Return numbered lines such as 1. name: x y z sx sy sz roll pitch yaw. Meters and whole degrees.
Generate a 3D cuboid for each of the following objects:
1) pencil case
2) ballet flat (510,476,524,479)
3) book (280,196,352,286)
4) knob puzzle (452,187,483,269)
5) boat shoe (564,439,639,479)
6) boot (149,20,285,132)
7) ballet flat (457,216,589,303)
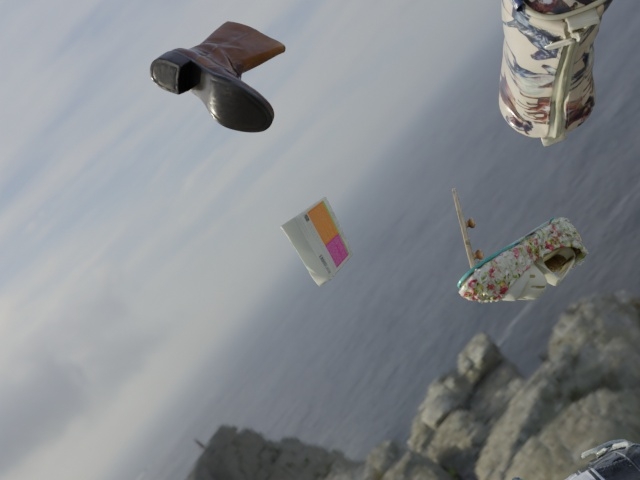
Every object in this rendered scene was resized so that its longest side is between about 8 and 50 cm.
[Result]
1. pencil case: 0.355 -0.301 1.504 0.410 0.159 0.184 64 -155 -68
2. ballet flat: 0.347 0.468 1.694 0.041 0.041 0.114 146 123 -85
3. book: 0.000 0.000 1.356 0.035 0.096 0.144 -30 3 18
4. knob puzzle: 0.282 -0.006 1.838 0.030 0.213 0.213 -14 8 8
5. boat shoe: 0.339 0.277 1.104 0.105 0.113 0.306 -41 -27 -1
6. boot: -0.149 -0.320 1.895 0.280 0.264 0.096 -42 -32 -51
7. ballet flat: 0.273 0.032 1.265 0.241 0.077 0.091 -27 -24 -41
